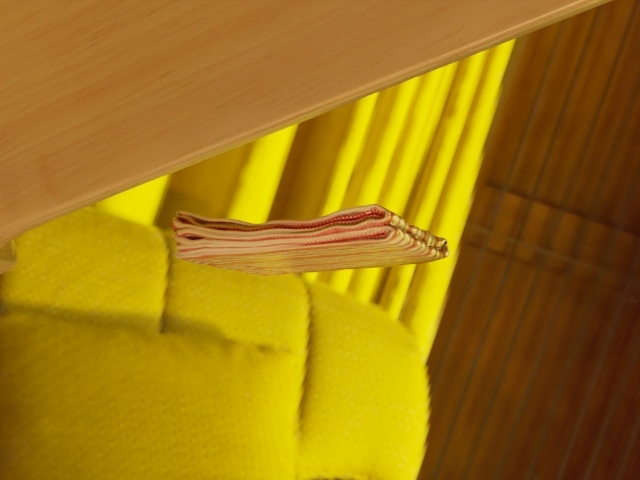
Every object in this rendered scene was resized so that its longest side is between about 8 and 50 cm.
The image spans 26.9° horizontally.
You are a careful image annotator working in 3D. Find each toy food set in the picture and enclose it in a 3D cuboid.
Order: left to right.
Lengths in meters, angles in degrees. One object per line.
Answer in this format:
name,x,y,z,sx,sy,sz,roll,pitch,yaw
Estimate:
toy food set,0.001,-0.141,0.371,0.306,0.219,0.092,-20,-7,15

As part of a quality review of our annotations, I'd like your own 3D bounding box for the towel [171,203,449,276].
towel,0.000,0.000,0.890,0.144,0.029,0.197,-4,-6,15
